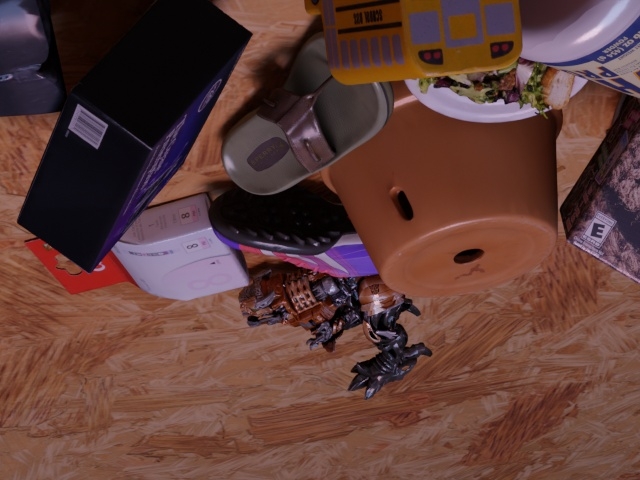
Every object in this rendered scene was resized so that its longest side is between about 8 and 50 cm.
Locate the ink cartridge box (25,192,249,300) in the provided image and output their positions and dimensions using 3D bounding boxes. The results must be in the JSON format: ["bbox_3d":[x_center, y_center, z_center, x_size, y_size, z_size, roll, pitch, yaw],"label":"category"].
[{"bbox_3d":[-0.221,0.028,2.321,0.232,0.066,0.189,-19,155,4],"label":"ink cartridge box"}]

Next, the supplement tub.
[{"bbox_3d":[0.314,-0.250,1.751,0.325,0.235,0.235,13,145,-42],"label":"supplement tub"}]

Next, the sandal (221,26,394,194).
[{"bbox_3d":[-0.022,-0.117,2.000,0.086,0.120,0.303,-45,-179,-40],"label":"sandal"}]

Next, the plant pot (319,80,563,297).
[{"bbox_3d":[0.146,-0.068,2.102,0.291,0.203,0.291,-10,154,-5],"label":"plant pot"}]

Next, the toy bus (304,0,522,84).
[{"bbox_3d":[0.075,-0.211,1.705,0.108,0.130,0.333,-9,-175,-14],"label":"toy bus"}]

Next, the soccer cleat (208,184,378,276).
[{"bbox_3d":[0.000,0.000,2.283,0.318,0.108,0.116,0,140,-32],"label":"soccer cleat"}]

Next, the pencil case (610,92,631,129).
[{"bbox_3d":[0.528,-0.106,2.249,0.410,0.160,0.183,11,121,-40],"label":"pencil case"}]

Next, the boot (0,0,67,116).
[{"bbox_3d":[-0.460,-0.184,1.631,0.445,0.146,0.367,-6,167,-2],"label":"boot"}]

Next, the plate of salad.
[{"bbox_3d":[0.182,-0.174,1.904,0.200,0.048,0.200,-1,146,-1],"label":"plate of salad"}]

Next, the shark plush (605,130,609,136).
[{"bbox_3d":[0.383,-0.108,2.285,0.073,0.067,0.161,-13,155,2],"label":"shark plush"}]

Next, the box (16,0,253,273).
[{"bbox_3d":[-0.188,-0.110,1.872,0.103,0.184,0.261,35,146,-1],"label":"box"}]

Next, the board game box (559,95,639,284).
[{"bbox_3d":[0.431,-0.078,2.013,0.232,0.141,0.291,29,105,-4],"label":"board game box"}]

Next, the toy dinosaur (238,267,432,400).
[{"bbox_3d":[0.063,0.081,2.465,0.322,0.164,0.218,4,142,15],"label":"toy dinosaur"}]
